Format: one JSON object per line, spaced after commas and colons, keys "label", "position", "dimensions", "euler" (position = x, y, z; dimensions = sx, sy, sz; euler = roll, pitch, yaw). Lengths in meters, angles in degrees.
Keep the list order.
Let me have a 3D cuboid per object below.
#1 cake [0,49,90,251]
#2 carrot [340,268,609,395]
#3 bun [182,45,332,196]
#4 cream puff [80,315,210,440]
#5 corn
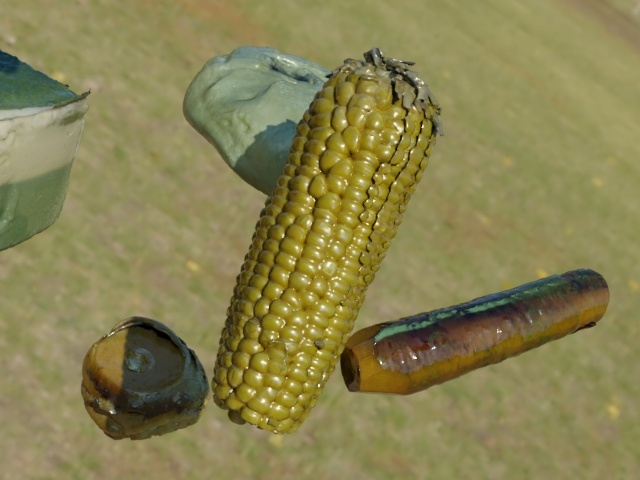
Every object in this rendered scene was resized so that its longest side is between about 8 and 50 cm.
{"label": "cake", "position": [-0.382, -0.108, 1.480], "dimensions": [0.283, 0.158, 0.172], "euler": [28, 33, 12]}
{"label": "carrot", "position": [0.142, 0.082, 1.475], "dimensions": [0.260, 0.070, 0.070], "euler": [-16, 39, -21]}
{"label": "bun", "position": [-0.021, -0.110, 1.565], "dimensions": [0.221, 0.108, 0.221], "euler": [28, 18, -10]}
{"label": "cream puff", "position": [-0.175, 0.146, 1.646], "dimensions": [0.133, 0.104, 0.119], "euler": [14, 46, 0]}
{"label": "corn", "position": [0.000, 0.000, 1.284], "dimensions": [0.115, 0.318, 0.115], "euler": [24, -5, 2]}
